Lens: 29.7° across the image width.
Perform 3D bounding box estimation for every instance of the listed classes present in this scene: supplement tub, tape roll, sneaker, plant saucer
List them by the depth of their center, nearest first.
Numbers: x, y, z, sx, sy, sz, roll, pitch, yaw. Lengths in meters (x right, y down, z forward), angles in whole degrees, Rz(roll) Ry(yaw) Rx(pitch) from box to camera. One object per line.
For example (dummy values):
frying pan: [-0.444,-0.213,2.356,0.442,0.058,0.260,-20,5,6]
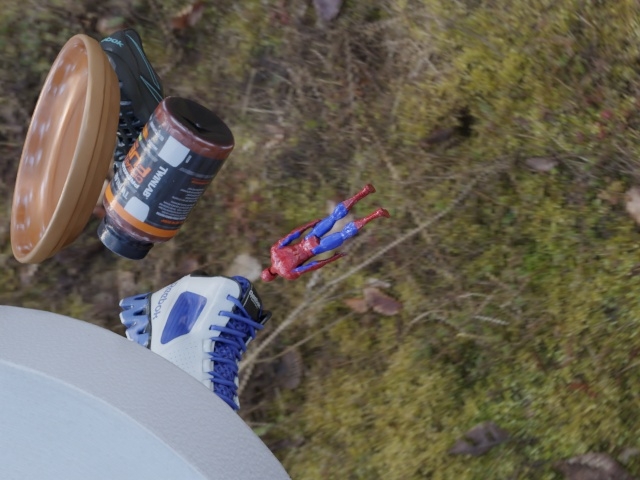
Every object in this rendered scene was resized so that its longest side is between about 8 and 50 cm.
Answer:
tape roll: [-0.176,0.228,0.698,0.392,0.072,0.392,5,110,13]
plant saucer: [-0.215,-0.075,1.026,0.200,0.037,0.200,-42,41,50]
supplement tub: [-0.195,-0.070,1.467,0.106,0.106,0.198,42,113,16]
sneaker: [-0.148,0.142,1.592,0.182,0.127,0.315,-35,46,8]
sneaker: [-0.229,-0.155,1.595,0.101,0.106,0.267,2,131,23]

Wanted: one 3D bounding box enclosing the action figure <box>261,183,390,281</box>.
action figure: [0.000,0.000,0.948,0.115,0.030,0.038,-33,79,15]
